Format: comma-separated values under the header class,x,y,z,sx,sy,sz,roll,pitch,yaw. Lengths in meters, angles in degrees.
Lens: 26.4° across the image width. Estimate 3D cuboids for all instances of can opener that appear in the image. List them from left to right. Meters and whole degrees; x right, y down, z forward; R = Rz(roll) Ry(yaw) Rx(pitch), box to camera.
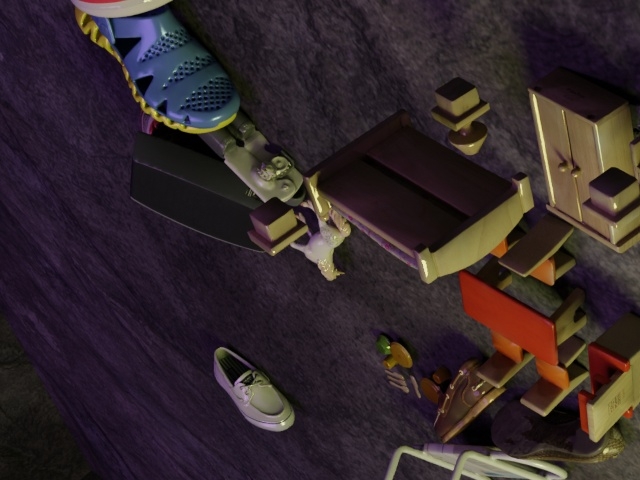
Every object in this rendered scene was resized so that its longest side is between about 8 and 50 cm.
class,x,y,z,sx,sy,sz,roll,pitch,yaw
can opener,-0.137,-0.150,2.024,0.280,0.074,0.093,46,156,12

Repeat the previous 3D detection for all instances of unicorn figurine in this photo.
class,x,y,z,sx,sy,sz,roll,pitch,yaw
unicorn figurine,0.000,0.000,2.017,0.111,0.060,0.162,49,156,5

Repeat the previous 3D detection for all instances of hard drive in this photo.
class,x,y,z,sx,sy,sz,roll,pitch,yaw
hard drive,-0.179,-0.069,2.124,0.254,0.054,0.172,22,152,1

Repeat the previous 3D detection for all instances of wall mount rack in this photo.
class,x,y,z,sx,sy,sz,roll,pitch,yaw
wall mount rack,0.271,0.398,2.047,0.304,0.131,0.350,24,165,-20

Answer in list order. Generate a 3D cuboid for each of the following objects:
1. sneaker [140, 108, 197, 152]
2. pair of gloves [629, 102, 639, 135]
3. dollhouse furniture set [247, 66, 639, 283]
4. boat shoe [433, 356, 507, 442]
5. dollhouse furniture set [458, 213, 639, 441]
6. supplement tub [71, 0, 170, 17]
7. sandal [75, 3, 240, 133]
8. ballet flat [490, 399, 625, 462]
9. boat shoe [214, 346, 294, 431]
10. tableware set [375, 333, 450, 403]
class,x,y,z,sx,sy,sz,roll,pitch,yaw
sneaker,-0.237,-0.140,2.227,0.225,0.088,0.093,80,163,-48
pair of gloves,0.327,-0.102,1.366,0.083,0.010,0.074,58,155,-15
dollhouse furniture set,0.165,0.004,1.357,0.303,0.355,0.174,37,154,46
boat shoe,0.206,0.229,1.976,0.073,0.073,0.207,47,149,12
dollhouse furniture set,0.265,0.114,1.625,0.259,0.135,0.262,30,149,38
supplement tub,-0.267,-0.435,1.702,0.191,0.191,0.272,28,147,41
sandal,-0.238,-0.284,1.960,0.317,0.126,0.138,44,151,12
ballet flat,0.320,0.262,1.835,0.058,0.084,0.250,22,166,-28
boat shoe,-0.140,0.287,2.639,0.226,0.083,0.076,31,151,38
tableware set,0.145,0.197,2.095,0.154,0.024,0.104,18,137,52
